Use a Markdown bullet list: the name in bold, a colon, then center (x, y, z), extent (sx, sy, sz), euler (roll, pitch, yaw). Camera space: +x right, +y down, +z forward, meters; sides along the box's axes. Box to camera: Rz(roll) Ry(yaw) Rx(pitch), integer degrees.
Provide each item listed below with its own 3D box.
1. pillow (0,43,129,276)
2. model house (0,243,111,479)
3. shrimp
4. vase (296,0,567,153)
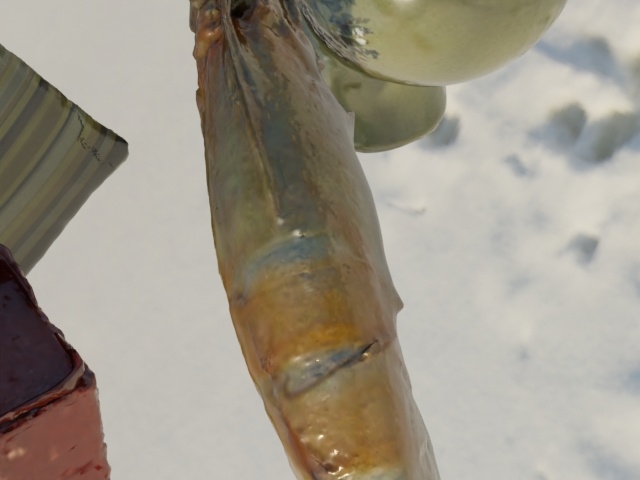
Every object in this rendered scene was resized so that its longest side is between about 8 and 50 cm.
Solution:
- **pillow**: center (-0.278, -0.050, 1.126), extent (0.208, 0.212, 0.052), euler (-50, 32, -1)
- **model house**: center (-0.249, 0.165, 1.045), extent (0.160, 0.196, 0.254), euler (42, 151, 40)
- **shrimp**: center (0.000, 0.000, 0.602), extent (0.063, 0.152, 0.287), euler (-19, 69, 11)
- **vase**: center (0.052, -0.269, 1.318), extent (0.241, 0.329, 0.302), euler (-28, -5, -25)
